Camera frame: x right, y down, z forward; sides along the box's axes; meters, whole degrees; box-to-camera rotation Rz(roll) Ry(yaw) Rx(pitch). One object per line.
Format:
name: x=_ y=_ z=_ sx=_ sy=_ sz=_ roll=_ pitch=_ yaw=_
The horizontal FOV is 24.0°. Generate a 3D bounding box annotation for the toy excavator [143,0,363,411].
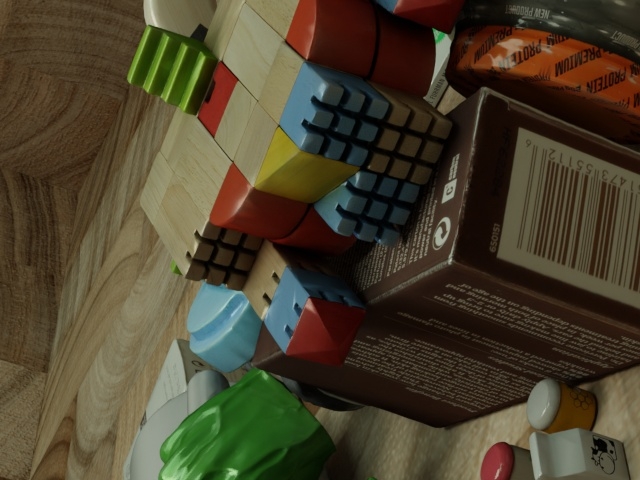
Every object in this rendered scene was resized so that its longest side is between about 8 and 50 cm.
toy excavator: x=-0.060 y=-0.114 z=1.435 sx=0.433 sy=0.445 sz=0.222 roll=-56 pitch=15 yaw=-7

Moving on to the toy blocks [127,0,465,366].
toy blocks: x=-0.007 y=-0.092 z=1.091 sx=0.381 sy=0.191 sz=0.261 roll=-67 pitch=28 yaw=16

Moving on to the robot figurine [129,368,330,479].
robot figurine: x=-0.083 y=0.273 z=1.477 sx=0.353 sy=0.200 sz=0.300 roll=-110 pitch=4 yaw=-63

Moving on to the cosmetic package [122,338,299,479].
cosmetic package: x=-0.124 y=0.238 z=1.732 sx=0.151 sy=0.151 sz=0.183 roll=-119 pitch=50 yaw=-70

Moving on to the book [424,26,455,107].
book: x=0.110 y=-0.171 z=1.661 sx=0.144 sy=0.035 sz=0.096 roll=-62 pitch=23 yaw=24

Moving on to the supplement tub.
supplement tub: x=0.216 y=-0.255 z=1.106 sx=0.207 sy=0.207 sz=0.338 roll=180 pitch=109 yaw=-72

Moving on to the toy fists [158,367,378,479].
toy fists: x=-0.024 y=0.237 z=1.260 sx=0.142 sy=0.279 sz=0.096 roll=-39 pitch=-29 yaw=-15

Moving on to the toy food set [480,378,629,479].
toy food set: x=0.139 y=0.189 z=1.035 sx=0.232 sy=0.104 sz=0.111 roll=-90 pitch=25 yaw=-48

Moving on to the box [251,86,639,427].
box: x=0.108 y=0.033 z=1.167 sx=0.381 sy=0.191 sz=0.143 roll=-35 pitch=39 yaw=61
